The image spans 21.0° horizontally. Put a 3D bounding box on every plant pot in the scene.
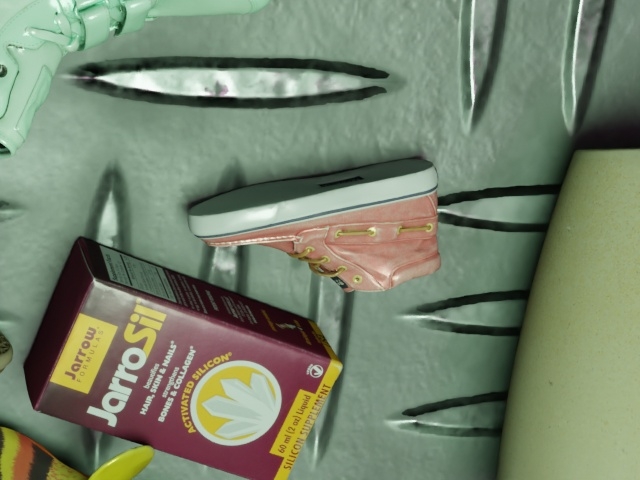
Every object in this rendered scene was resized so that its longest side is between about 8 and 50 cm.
[{"bbox_3d":[0.243,0.071,1.201,0.257,0.256,0.274,-2,93,-15],"label":"plant pot"}]

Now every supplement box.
[{"bbox_3d":[-0.095,0.085,1.179,0.188,0.081,0.104,21,103,-21],"label":"supplement box"}]

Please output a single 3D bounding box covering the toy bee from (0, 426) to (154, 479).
[{"bbox_3d":[-0.151,0.225,1.192,0.195,0.162,0.298,-26,103,34],"label":"toy bee"}]

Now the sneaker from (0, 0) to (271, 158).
[{"bbox_3d":[-0.149,-0.118,1.054,0.256,0.094,0.151,1,75,-7],"label":"sneaker"}]

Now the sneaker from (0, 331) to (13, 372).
[{"bbox_3d":[-0.293,0.095,1.124,0.188,0.066,0.071,-8,133,-39],"label":"sneaker"}]

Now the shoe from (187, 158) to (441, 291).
[{"bbox_3d":[0.000,0.000,1.184,0.178,0.063,0.081,-11,107,-16],"label":"shoe"}]
